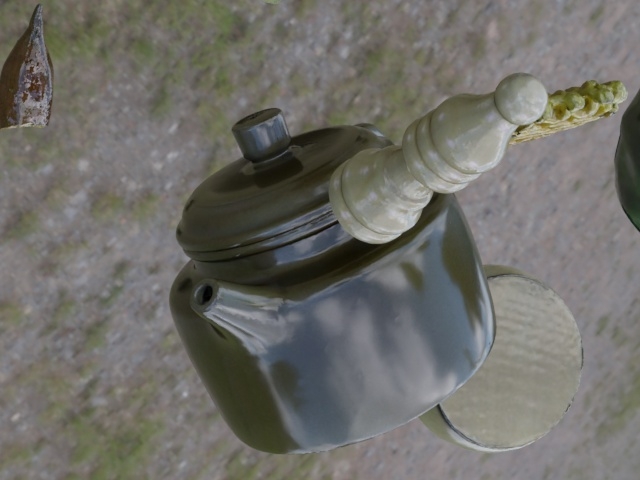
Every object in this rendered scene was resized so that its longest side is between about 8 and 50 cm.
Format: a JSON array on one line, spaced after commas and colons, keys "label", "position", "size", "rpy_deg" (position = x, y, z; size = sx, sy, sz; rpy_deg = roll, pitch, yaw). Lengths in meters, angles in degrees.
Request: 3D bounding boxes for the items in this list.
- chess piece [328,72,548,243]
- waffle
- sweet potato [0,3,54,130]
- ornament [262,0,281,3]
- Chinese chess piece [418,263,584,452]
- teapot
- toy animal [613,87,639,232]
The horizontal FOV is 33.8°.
[{"label": "chess piece", "position": [0.042, -0.030, 0.360], "size": [0.035, 0.035, 0.092], "rpy_deg": [-26, 175, -40]}, {"label": "waffle", "position": [0.308, -0.178, 1.580], "size": [0.307, 0.060, 0.312], "rpy_deg": [-16, 178, 10]}, {"label": "sweet potato", "position": [-0.254, -0.149, 0.921], "size": [0.049, 0.049, 0.117], "rpy_deg": [-10, 118, -54]}, {"label": "ornament", "position": [-0.135, -0.294, 1.098], "size": [0.180, 0.201, 0.059], "rpy_deg": [180, -79, -79]}, {"label": "Chinese chess piece", "position": [0.227, 0.157, 1.399], "size": [0.250, 0.250, 0.103], "rpy_deg": [-42, -167, -13]}, {"label": "teapot", "position": [0.000, 0.000, 0.639], "size": [0.268, 0.185, 0.175], "rpy_deg": [-51, 125, -56]}, {"label": "toy animal", "position": [0.385, -0.052, 0.762], "size": [0.216, 0.338, 0.191], "rpy_deg": [90, 16, -51]}]
